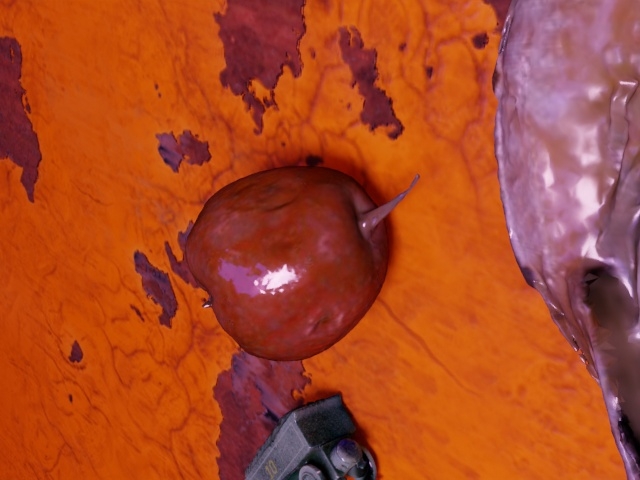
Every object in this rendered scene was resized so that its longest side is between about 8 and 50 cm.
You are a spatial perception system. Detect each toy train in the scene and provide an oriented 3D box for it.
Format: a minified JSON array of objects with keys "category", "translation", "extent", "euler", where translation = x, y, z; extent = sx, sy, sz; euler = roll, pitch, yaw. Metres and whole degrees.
[{"category":"toy train","translation":[-0.015,0.210,0.794],"extent":[0.099,0.070,0.172],"euler":[57,139,24]}]

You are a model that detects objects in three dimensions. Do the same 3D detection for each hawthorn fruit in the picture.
[{"category":"hawthorn fruit","translation":[-0.005,0.015,0.667],"extent":[0.189,0.149,0.149],"euler":[-8,102,13]}]

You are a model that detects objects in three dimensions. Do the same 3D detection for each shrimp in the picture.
[{"category":"shrimp","translation":[0.184,0.029,0.471],"extent":[0.221,0.109,0.446],"euler":[5,102,49]}]
